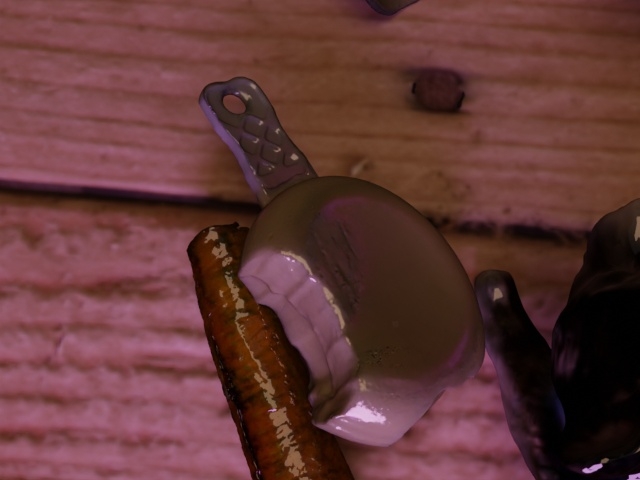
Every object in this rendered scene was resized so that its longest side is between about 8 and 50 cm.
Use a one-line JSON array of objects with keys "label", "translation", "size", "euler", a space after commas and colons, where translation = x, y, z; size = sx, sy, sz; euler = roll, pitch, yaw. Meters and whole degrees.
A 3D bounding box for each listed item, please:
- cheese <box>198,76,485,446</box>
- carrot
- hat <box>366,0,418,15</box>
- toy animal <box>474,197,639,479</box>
[{"label": "cheese", "translation": [0.000, 0.000, 0.472], "size": [0.163, 0.082, 0.286], "euler": [-30, 79, -38]}, {"label": "carrot", "translation": [-0.035, 0.108, 0.482], "size": [0.070, 0.070, 0.260], "euler": [-20, 80, -4]}, {"label": "hat", "translation": [0.031, -0.276, 0.556], "size": [0.147, 0.085, 0.175], "euler": [-28, 104, -16]}, {"label": "toy animal", "translation": [0.207, 0.144, 0.359], "size": [0.194, 0.303, 0.345], "euler": [-3, 81, -4]}]
